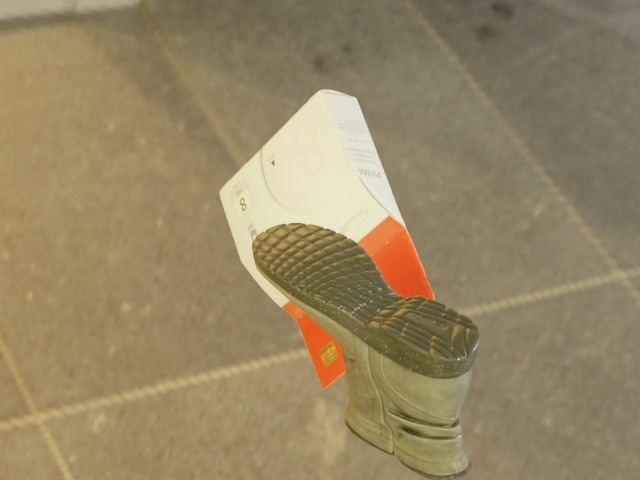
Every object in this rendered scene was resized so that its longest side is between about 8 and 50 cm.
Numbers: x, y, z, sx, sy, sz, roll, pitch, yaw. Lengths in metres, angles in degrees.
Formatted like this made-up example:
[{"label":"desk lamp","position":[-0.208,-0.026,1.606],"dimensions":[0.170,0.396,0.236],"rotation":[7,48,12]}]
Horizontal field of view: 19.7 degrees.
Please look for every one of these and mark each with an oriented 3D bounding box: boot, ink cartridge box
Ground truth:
[{"label":"boot","position":[0.030,0.101,1.576],"dimensions":[0.246,0.161,0.083],"rotation":[33,46,32]},{"label":"ink cartridge box","position":[0.000,0.000,1.793],"dimensions":[0.066,0.189,0.232],"rotation":[7,54,-38]}]
